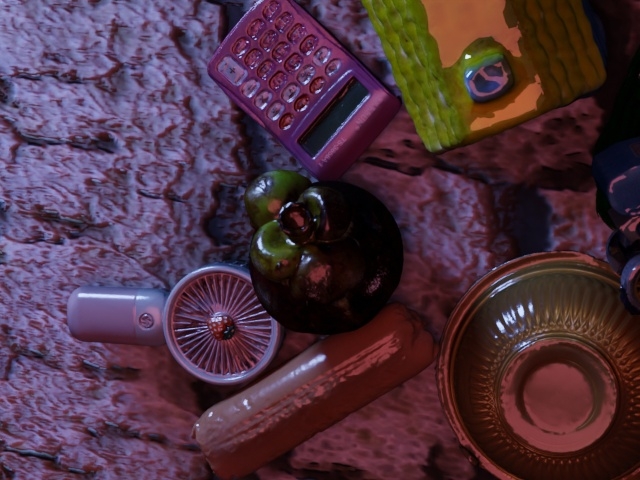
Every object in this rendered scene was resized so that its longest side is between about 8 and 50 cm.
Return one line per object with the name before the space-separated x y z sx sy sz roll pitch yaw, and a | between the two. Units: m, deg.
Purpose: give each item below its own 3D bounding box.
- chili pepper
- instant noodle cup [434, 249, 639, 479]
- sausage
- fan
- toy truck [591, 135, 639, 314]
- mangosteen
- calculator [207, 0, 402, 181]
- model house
chili pepper | 0.326 -0.115 1.861 0.098 0.061 0.224 31 118 40
instant noodle cup | 0.246 0.151 1.917 0.274 0.091 0.274 2 100 11
sausage | -0.009 0.160 1.977 0.289 0.086 0.086 -32 91 17
fan | -0.155 0.085 2.003 0.244 0.074 0.130 1 100 13
toy truck | 0.407 0.048 1.801 0.175 0.146 0.367 -42 102 11
mangosteen | -0.001 0.005 1.903 0.172 0.172 0.184 -22 117 15
calculator | -0.018 -0.162 1.953 0.190 0.034 0.127 44 106 8
model house | 0.151 -0.216 1.777 0.215 0.303 0.237 -22 93 8
